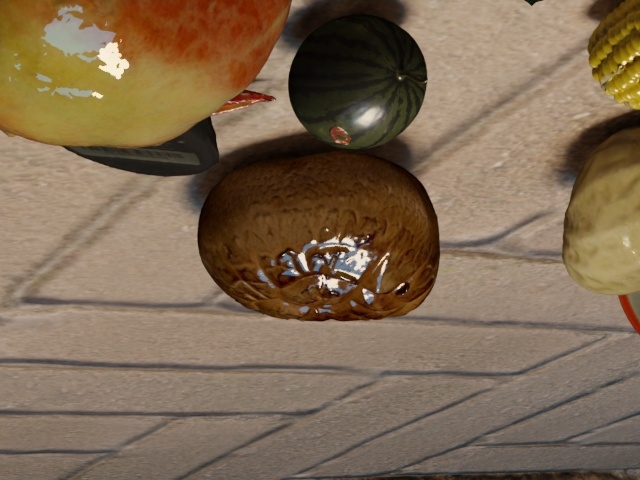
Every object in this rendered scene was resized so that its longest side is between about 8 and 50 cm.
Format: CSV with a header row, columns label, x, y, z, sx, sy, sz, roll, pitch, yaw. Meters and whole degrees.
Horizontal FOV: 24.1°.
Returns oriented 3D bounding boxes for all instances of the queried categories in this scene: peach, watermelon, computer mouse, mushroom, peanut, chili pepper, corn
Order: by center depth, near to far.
label,x,y,z,sx,sy,sz,roll,pitch,yaw
peach,-0.145,-0.163,0.807,0.232,0.232,0.257,-23,148,35
computer mouse,-0.159,-0.128,1.094,0.147,0.088,0.264,5,164,13
corn,0.307,-0.180,1.141,0.093,0.093,0.244,4,156,-33
watermelon,0.037,-0.123,1.153,0.105,0.105,0.133,8,175,-40
chili pepper,-0.126,-0.113,1.243,0.178,0.027,0.045,-8,165,-2
peanut,0.344,-0.055,1.442,0.152,0.152,0.313,4,155,-32
mushroom,0.000,0.000,1.451,0.253,0.153,0.253,2,160,1

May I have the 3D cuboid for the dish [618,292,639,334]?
label,x,y,z,sx,sy,sz,roll,pitch,yaw
dish,0.442,0.020,1.561,0.117,0.256,0.256,-12,168,-44

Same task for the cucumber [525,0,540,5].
label,x,y,z,sx,sy,sz,roll,pitch,yaw
cucumber,0.161,-0.230,1.008,0.043,0.044,0.256,-3,161,-1
